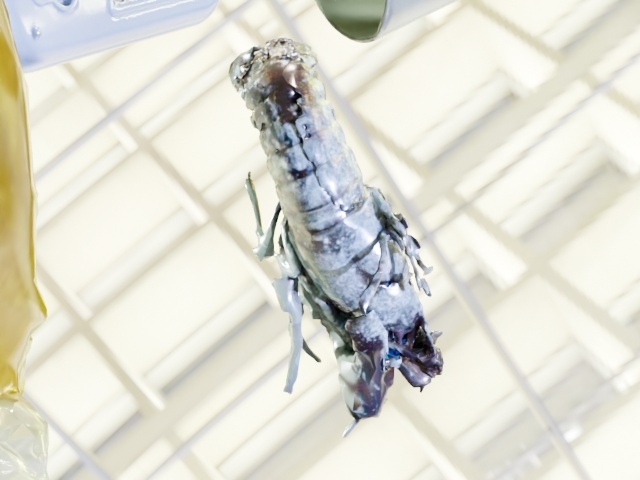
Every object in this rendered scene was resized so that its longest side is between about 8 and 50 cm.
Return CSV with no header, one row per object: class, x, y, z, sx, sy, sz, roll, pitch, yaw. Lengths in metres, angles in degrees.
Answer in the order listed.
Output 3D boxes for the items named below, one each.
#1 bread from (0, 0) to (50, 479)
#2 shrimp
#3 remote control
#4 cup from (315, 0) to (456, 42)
bread,-0.210,0.030,0.536,0.264,0.239,0.395,-41,-118,55
shrimp,-0.001,0.000,0.772,0.082,0.174,0.076,-21,-173,7
remote control,-0.130,-0.153,1.052,0.047,0.087,0.244,-2,-166,31
cup,0.040,-0.110,0.719,0.083,0.075,0.054,-25,-129,-29
